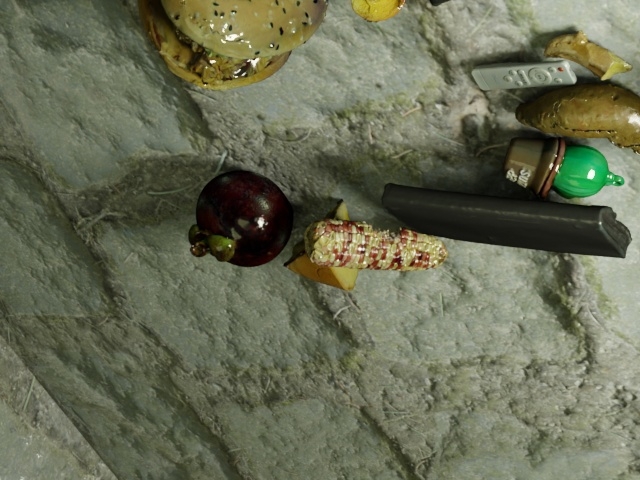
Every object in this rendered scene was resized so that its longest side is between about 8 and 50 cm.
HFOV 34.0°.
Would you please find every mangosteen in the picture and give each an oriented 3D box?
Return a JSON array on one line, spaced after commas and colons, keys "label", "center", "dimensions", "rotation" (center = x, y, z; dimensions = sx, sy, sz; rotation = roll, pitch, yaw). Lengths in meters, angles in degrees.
[{"label": "mangosteen", "center": [-0.164, -0.037, 2.173], "dimensions": [0.216, 0.216, 0.216], "rotation": [19, 137, 19]}]

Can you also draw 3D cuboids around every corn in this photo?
[{"label": "corn", "center": [0.109, 0.011, 2.043], "dimensions": [0.290, 0.098, 0.098], "rotation": [3, 143, -18]}]

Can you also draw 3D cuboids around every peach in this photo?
[{"label": "peach", "center": [0.097, -0.414, 1.739], "dimensions": [0.098, 0.061, 0.098], "rotation": [5, 115, 11]}]

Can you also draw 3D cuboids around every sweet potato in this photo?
[{"label": "sweet potato", "center": [0.452, -0.194, 1.681], "dimensions": [0.310, 0.098, 0.124], "rotation": [19, 145, 23]}]

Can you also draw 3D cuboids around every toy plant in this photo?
[{"label": "toy plant", "center": [0.411, -0.115, 1.777], "dimensions": [0.200, 0.105, 0.143], "rotation": [19, 162, 10]}]

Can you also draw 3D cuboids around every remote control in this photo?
[{"label": "remote control", "center": [0.333, -0.274, 1.719], "dimensions": [0.184, 0.027, 0.050], "rotation": [5, 145, 44]}]

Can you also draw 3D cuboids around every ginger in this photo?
[{"label": "ginger", "center": [0.422, -0.289, 1.649], "dimensions": [0.137, 0.044, 0.057], "rotation": [28, 163, 12]}]

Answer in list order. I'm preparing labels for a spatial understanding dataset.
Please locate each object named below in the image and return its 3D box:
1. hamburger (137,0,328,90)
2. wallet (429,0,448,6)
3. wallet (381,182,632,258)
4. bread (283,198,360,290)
[{"label": "hamburger", "center": [-0.167, -0.411, 1.773], "dimensions": [0.318, 0.276, 0.195], "rotation": [38, 149, -10]}, {"label": "wallet", "center": [0.171, -0.538, 1.574], "dimensions": [0.197, 0.051, 0.377], "rotation": [-8, 123, 43]}, {"label": "wallet", "center": [0.331, -0.037, 1.871], "dimensions": [0.406, 0.062, 0.228], "rotation": [7, 167, 29]}, {"label": "bread", "center": [0.000, 0.000, 2.155], "dimensions": [0.169, 0.140, 0.160], "rotation": [14, 141, 24]}]
